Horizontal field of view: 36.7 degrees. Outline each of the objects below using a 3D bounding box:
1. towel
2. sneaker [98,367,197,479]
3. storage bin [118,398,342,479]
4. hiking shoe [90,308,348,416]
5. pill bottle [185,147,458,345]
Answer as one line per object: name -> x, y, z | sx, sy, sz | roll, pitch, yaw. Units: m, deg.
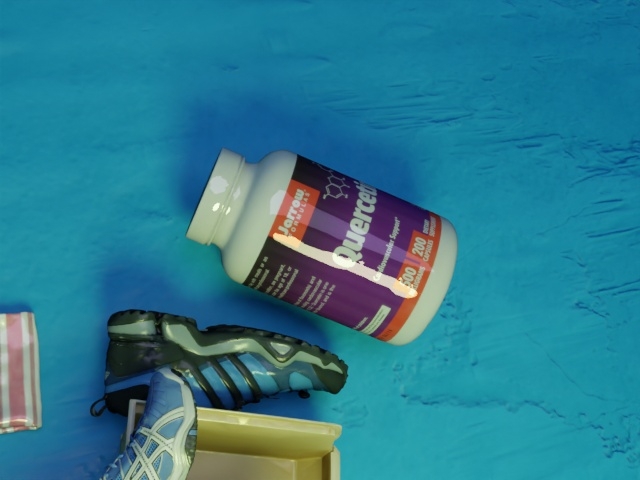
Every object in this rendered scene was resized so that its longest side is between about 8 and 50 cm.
towel -> -0.415, 0.150, 1.081 | 0.197, 0.029, 0.144 | -2, 64, -22
sneaker -> -0.173, 0.223, 0.958 | 0.081, 0.080, 0.211 | 14, 57, -17
storage bin -> -0.099, 0.331, 1.048 | 0.261, 0.123, 0.262 | 9, 59, -16
hiking shoe -> -0.116, 0.166, 1.162 | 0.304, 0.113, 0.132 | 12, 85, -18
pill bottle -> 0.000, 0.000, 1.235 | 0.323, 0.181, 0.181 | 22, 57, -9
